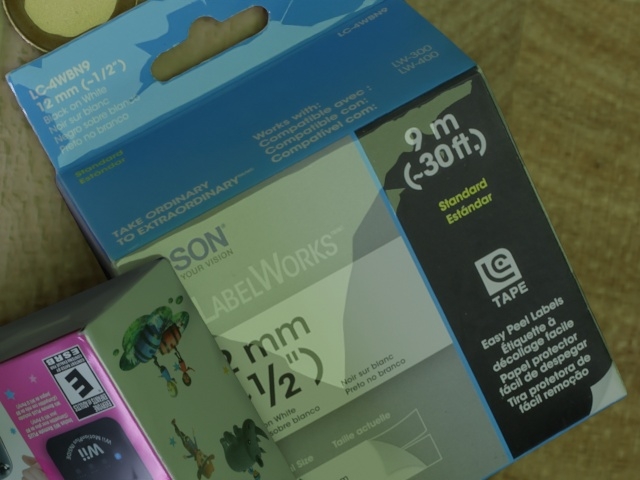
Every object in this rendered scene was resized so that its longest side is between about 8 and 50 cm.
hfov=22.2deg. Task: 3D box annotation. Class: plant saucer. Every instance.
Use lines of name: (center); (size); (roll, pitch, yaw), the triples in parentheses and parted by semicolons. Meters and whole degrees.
plant saucer: (-0.153, -0.154, 0.996); (0.083, 0.015, 0.083); (-2, 97, -13)

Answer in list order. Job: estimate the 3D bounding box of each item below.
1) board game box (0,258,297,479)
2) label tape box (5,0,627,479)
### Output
board game box: (-0.117, 0.191, 0.948); (0.224, 0.097, 0.303); (-23, 105, 30)
label tape box: (0.000, 0.000, 0.997); (0.249, 0.115, 0.348); (-29, 106, -8)
